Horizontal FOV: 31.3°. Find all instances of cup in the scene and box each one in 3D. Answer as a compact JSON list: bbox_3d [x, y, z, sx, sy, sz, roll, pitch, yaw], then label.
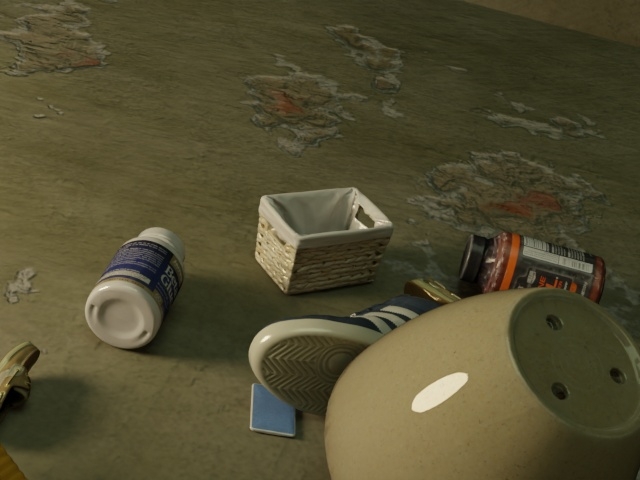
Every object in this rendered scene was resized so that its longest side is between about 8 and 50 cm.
[{"bbox_3d":[0.200,0.180,1.173,0.331,0.237,0.331,15,49,-18],"label":"cup"}]

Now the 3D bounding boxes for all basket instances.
[{"bbox_3d":[0.000,0.000,1.609,0.167,0.103,0.113,-6,37,-33],"label":"basket"}]

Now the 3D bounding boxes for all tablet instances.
[{"bbox_3d":[-0.056,0.201,1.352,0.054,0.006,0.083,11,32,-8],"label":"tablet"}]

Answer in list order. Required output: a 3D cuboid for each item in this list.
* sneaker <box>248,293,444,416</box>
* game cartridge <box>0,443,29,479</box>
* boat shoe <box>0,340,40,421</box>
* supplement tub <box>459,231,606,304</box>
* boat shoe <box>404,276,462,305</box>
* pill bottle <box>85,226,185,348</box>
[{"bbox_3d":[0.063,0.128,1.413,0.350,0.131,0.148,10,31,-28],"label":"sneaker"},{"bbox_3d":[-0.450,0.185,1.029,0.323,0.053,0.285,50,37,4],"label":"game cartridge"},{"bbox_3d":[-0.342,0.165,1.252,0.045,0.050,0.135,23,42,7],"label":"boat shoe"},{"bbox_3d":[0.305,0.050,1.659,0.198,0.106,0.106,15,31,1],"label":"supplement tub"},{"bbox_3d":[0.182,0.097,1.579,0.048,0.056,0.153,-18,37,-36],"label":"boat shoe"},{"bbox_3d":[-0.225,0.053,1.434,0.094,0.094,0.169,16,31,1],"label":"pill bottle"}]
